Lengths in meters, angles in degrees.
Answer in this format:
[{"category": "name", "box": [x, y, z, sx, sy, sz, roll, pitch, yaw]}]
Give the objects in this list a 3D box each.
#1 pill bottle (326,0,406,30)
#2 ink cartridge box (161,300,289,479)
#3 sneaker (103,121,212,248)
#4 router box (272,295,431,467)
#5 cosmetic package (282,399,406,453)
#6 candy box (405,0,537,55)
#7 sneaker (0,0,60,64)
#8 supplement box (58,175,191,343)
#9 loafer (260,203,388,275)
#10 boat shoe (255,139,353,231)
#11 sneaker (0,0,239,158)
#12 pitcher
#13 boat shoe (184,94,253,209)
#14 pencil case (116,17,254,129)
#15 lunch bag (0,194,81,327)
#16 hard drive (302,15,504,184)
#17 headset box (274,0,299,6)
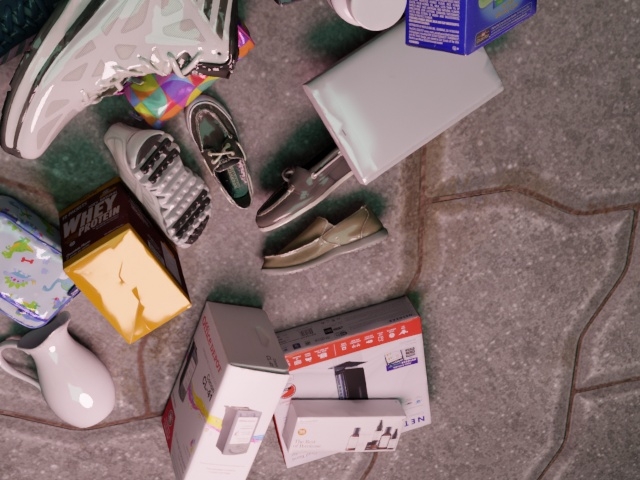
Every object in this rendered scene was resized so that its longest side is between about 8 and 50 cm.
[{"category": "pill bottle", "box": [0.058, -0.371, 1.345, 0.108, 0.180, 0.108, -8, 123, -13]}, {"category": "ink cartridge box", "box": [-0.190, 0.304, 1.796, 0.131, 0.226, 0.306, 10, 115, -24]}, {"category": "sneaker", "box": [-0.277, -0.098, 1.611, 0.110, 0.118, 0.292, -51, 147, -22]}, {"category": "router box", "box": [0.055, 0.298, 1.956, 0.335, 0.082, 0.301, -16, 123, -8]}, {"category": "cosmetic package", "box": [0.049, 0.382, 1.917, 0.239, 0.060, 0.099, 3, 118, -20]}, {"category": "candy box", "box": [0.241, -0.480, 1.443, 0.268, 0.122, 0.317, -36, 134, -46]}, {"category": "sneaker", "box": [-0.487, -0.304, 1.395, 0.319, 0.131, 0.112, -34, 124, -1]}, {"category": "supplement box", "box": [-0.338, 0.031, 1.604, 0.129, 0.194, 0.191, -32, 124, 2]}, {"category": "loafer", "box": [0.000, 0.000, 1.772, 0.251, 0.094, 0.087, -20, 89, -4]}, {"category": "boat shoe", "box": [0.010, -0.143, 1.676, 0.335, 0.112, 0.095, -34, 106, -3]}, {"category": "sneaker", "box": [-0.274, -0.264, 1.384, 0.257, 0.169, 0.447, 33, 101, -10]}, {"category": "pitcher", "box": [-0.493, 0.252, 1.744, 0.178, 0.125, 0.207, -18, 115, 18]}, {"category": "boat shoe", "box": [-0.167, -0.152, 1.626, 0.078, 0.070, 0.219, -26, 124, -2]}, {"category": "pencil case", "box": [-0.219, -0.282, 1.518, 0.236, 0.104, 0.104, -39, 123, 5]}, {"category": "lunch bag", "box": [-0.526, 0.044, 1.618, 0.176, 0.090, 0.219, -42, 122, 12]}, {"category": "hard drive", "box": [0.147, -0.265, 1.615, 0.307, 0.040, 0.203, -35, 107, -9]}, {"category": "headset box", "box": [0.011, -0.521, 1.428, 0.246, 0.131, 0.283, -17, 124, -7]}]
